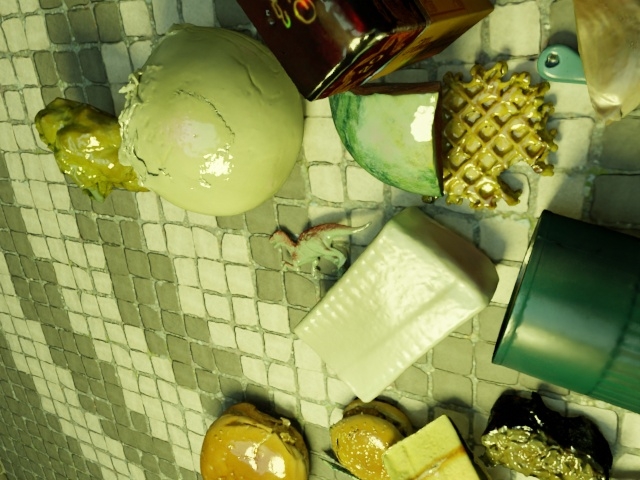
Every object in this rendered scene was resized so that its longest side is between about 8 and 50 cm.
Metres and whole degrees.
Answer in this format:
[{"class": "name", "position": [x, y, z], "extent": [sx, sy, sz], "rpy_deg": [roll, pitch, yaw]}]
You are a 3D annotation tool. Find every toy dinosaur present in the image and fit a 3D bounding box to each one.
[{"class": "toy dinosaur", "position": [0.000, 0.000, 1.009], "extent": [0.167, 0.053, 0.242], "rpy_deg": [52, 135, 8]}]

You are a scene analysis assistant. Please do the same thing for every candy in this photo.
[{"class": "candy", "position": [0.129, 0.118, 0.936], "extent": [0.208, 0.145, 0.358], "rpy_deg": [43, 125, 8]}]

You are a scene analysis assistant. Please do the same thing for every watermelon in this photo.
[{"class": "watermelon", "position": [0.108, -0.172, 0.755], "extent": [0.256, 0.260, 0.176], "rpy_deg": [43, 116, 6]}]

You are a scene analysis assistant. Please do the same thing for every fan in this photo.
[{"class": "fan", "position": [0.083, 0.544, 1.168], "extent": [0.131, 0.009, 0.240], "rpy_deg": [32, 160, -31]}]

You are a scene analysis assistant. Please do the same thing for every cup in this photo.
[{"class": "cup", "position": [0.417, 0.138, 0.723], "extent": [0.292, 0.242, 0.307], "rpy_deg": [17, 116, 20]}]

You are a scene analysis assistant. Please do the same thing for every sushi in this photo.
[{"class": "sushi", "position": [0.404, 0.362, 0.904], "extent": [0.213, 0.115, 0.147], "rpy_deg": [21, 120, 22]}]

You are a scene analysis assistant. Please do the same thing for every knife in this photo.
[{"class": "knife", "position": [0.422, -0.225, 0.691], "extent": [0.244, 0.032, 0.058], "rpy_deg": [18, 106, 17]}]

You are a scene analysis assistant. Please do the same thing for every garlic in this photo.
[{"class": "garlic", "position": [0.386, -0.252, 0.648], "extent": [0.101, 0.087, 0.195], "rpy_deg": [-12, 91, 27]}]

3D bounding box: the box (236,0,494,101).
[{"class": "box", "position": [0.048, -0.335, 0.612], "extent": [0.116, 0.415, 0.264], "rpy_deg": [-32, 94, 39]}]

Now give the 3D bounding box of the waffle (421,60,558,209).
[{"class": "waffle", "position": [0.250, -0.158, 0.804], "extent": [0.229, 0.051, 0.231], "rpy_deg": [3, 112, 32]}]

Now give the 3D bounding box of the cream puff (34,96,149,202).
[{"class": "cream puff", "position": [-0.467, -0.176, 1.071], "extent": [0.282, 0.282, 0.185], "rpy_deg": [19, 92, 22]}]

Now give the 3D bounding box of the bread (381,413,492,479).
[{"class": "bread", "position": [0.257, 0.492, 1.029], "extent": [0.168, 0.163, 0.264], "rpy_deg": [-32, 138, 5]}]

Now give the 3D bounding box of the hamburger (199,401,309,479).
[{"class": "hamburger", "position": [-0.160, 0.560, 1.282], "extent": [0.290, 0.170, 0.314], "rpy_deg": [16, 117, 16]}]

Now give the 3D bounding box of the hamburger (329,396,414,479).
[{"class": "hamburger", "position": [0.118, 0.445, 1.105], "extent": [0.182, 0.118, 0.191], "rpy_deg": [-21, 105, 39]}]

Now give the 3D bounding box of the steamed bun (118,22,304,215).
[{"class": "steamed bun", "position": [-0.199, -0.202, 0.917], "extent": [0.312, 0.233, 0.333], "rpy_deg": [19, 117, 18]}]
